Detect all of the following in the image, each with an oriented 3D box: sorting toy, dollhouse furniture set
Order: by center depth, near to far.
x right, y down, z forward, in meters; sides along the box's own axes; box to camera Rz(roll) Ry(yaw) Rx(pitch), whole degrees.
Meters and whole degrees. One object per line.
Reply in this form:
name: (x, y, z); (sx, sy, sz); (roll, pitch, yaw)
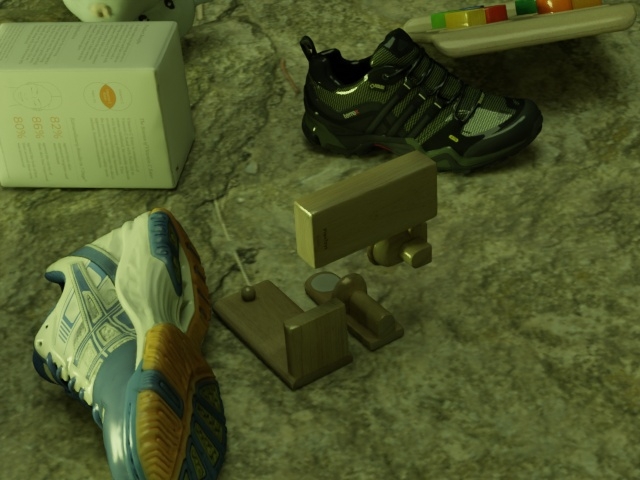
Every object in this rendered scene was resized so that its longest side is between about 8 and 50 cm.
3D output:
dollhouse furniture set: (0.000, 0.000, 1.290); (0.144, 0.151, 0.123); (-23, 39, -25)
sorting toy: (0.187, -0.218, 1.595); (0.193, 0.038, 0.208); (-10, 13, -5)

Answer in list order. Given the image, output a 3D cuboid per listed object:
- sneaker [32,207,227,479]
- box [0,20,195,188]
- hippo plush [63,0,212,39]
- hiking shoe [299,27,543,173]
sneaker: (-0.151, 0.102, 1.238); (0.131, 0.112, 0.296); (-21, 34, 9)
box: (-0.213, -0.125, 1.507); (0.170, 0.130, 0.091); (1, 36, 9)
hippo plush: (-0.254, -0.268, 1.679); (0.234, 0.294, 0.236); (-38, 70, -6)
hiking shoe: (0.087, -0.131, 1.482); (0.226, 0.114, 0.086); (5, 38, 15)
